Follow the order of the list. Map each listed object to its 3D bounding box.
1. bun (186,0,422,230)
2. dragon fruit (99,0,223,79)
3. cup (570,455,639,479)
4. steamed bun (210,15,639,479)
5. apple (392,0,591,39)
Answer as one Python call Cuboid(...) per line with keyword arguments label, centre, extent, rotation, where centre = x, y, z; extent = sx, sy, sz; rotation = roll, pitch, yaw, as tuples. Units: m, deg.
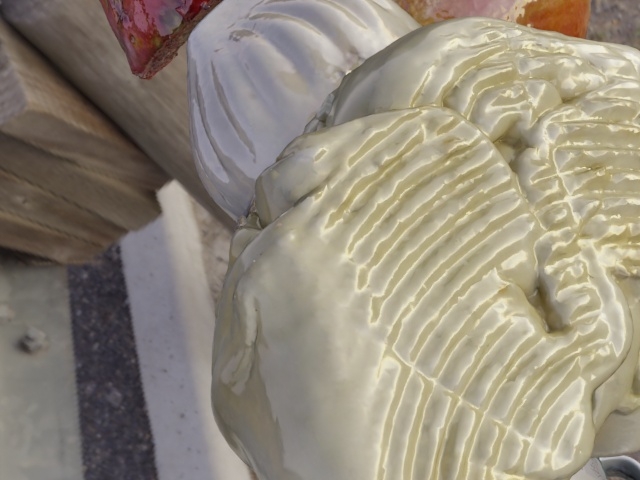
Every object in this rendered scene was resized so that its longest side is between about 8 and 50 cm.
Cuboid(label="bun", centre=(-0.041, -0.155, 0.979), extent=(0.263, 0.263, 0.175), rotation=(-45, 88, 0))
Cuboid(label="dragon fruit", centre=(-0.194, -0.302, 1.114), extent=(0.262, 0.211, 0.134), rotation=(-42, 1, 43))
Cuboid(label="cup", centre=(0.340, 0.379, 1.479), extent=(0.289, 0.219, 0.258), rotation=(-1, 35, 3))
Cuboid(label="steamed bun", centre=(0.069, 0.037, 0.599), extent=(0.203, 0.275, 0.289), rotation=(142, 132, -67))
Cuboid(label="apple", centre=(0.157, -0.236, 1.171), extent=(0.345, 0.254, 0.179), rotation=(-19, 38, 5))
